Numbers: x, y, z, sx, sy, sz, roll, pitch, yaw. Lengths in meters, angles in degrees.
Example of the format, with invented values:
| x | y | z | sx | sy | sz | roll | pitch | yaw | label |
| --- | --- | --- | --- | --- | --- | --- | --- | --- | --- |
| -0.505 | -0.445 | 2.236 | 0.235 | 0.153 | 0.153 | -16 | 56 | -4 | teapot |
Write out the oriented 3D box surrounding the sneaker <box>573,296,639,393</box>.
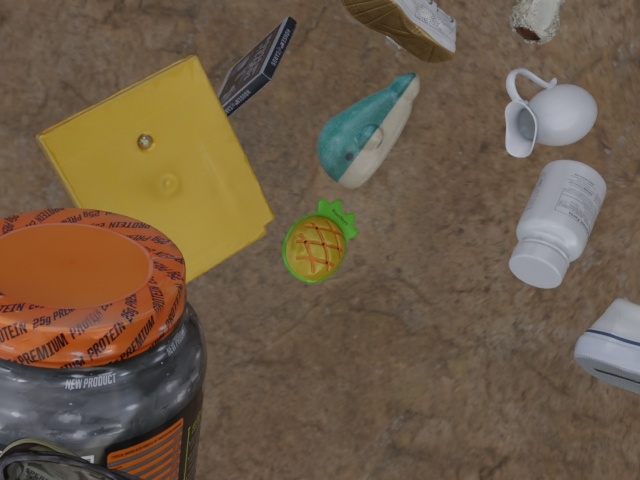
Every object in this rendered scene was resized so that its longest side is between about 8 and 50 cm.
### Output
| x | y | z | sx | sy | sz | roll | pitch | yaw | label |
| --- | --- | --- | --- | --- | --- | --- | --- | --- | --- |
| 0.342 | 0.102 | 0.768 | 0.258 | 0.094 | 0.091 | 17 | 71 | 53 | sneaker |

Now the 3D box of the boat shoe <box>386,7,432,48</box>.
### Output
| x | y | z | sx | sy | sz | roll | pitch | yaw | label |
| --- | --- | --- | --- | --- | --- | --- | --- | --- | --- |
| 0.205 | -0.463 | 1.933 | 0.066 | 0.184 | 0.063 | -46 | 105 | -20 | boat shoe |

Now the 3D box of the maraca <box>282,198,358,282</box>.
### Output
| x | y | z | sx | sy | sz | roll | pitch | yaw | label |
| --- | --- | --- | --- | --- | --- | --- | --- | --- | --- |
| 0.000 | 0.000 | 1.732 | 0.127 | 0.099 | 0.186 | 44 | 67 | -13 | maraca |

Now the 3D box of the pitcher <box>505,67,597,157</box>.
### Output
| x | y | z | sx | sy | sz | roll | pitch | yaw | label |
| --- | --- | --- | --- | --- | --- | --- | --- | --- | --- |
| 0.467 | -0.277 | 1.794 | 0.125 | 0.207 | 0.178 | 5 | 109 | 56 | pitcher |

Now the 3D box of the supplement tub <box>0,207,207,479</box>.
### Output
| x | y | z | sx | sy | sz | roll | pitch | yaw | label |
| --- | --- | --- | --- | --- | --- | --- | --- | --- | --- |
| -0.200 | 0.158 | 0.701 | 0.207 | 0.207 | 0.338 | 21 | 121 | 20 | supplement tub |

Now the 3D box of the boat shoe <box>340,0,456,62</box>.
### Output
| x | y | z | sx | sy | sz | roll | pitch | yaw | label |
| --- | --- | --- | --- | --- | --- | --- | --- | --- | --- |
| 0.132 | -0.401 | 1.472 | 0.098 | 0.277 | 0.096 | 1 | 72 | 45 | boat shoe |

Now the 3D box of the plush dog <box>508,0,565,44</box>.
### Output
| x | y | z | sx | sy | sz | roll | pitch | yaw | label |
| --- | --- | --- | --- | --- | --- | --- | --- | --- | --- |
| 0.359 | -0.509 | 1.532 | 0.210 | 0.225 | 0.262 | -40 | 117 | 8 | plush dog |

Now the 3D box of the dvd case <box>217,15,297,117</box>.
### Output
| x | y | z | sx | sy | sz | roll | pitch | yaw | label |
| --- | --- | --- | --- | --- | --- | --- | --- | --- | --- |
| -0.148 | -0.340 | 1.796 | 0.029 | 0.179 | 0.238 | 35 | 142 | -21 | dvd case |

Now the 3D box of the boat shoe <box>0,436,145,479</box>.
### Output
| x | y | z | sx | sy | sz | roll | pitch | yaw | label |
| --- | --- | --- | --- | --- | --- | --- | --- | --- | --- |
| -0.119 | 0.162 | 0.505 | 0.152 | 0.049 | 0.056 | 23 | 82 | -8 | boat shoe |

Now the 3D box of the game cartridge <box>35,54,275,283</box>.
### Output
| x | y | z | sx | sy | sz | roll | pitch | yaw | label |
| --- | --- | --- | --- | --- | --- | --- | --- | --- | --- |
| -0.253 | -0.092 | 1.411 | 0.285 | 0.052 | 0.324 | -32 | 113 | -19 | game cartridge |

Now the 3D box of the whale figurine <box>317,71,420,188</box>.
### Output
| x | y | z | sx | sy | sz | roll | pitch | yaw | label |
| --- | --- | --- | --- | --- | --- | --- | --- | --- | --- |
| 0.096 | -0.240 | 1.782 | 0.141 | 0.216 | 0.272 | 34 | 107 | -1 | whale figurine |

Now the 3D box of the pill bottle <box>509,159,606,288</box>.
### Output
| x | y | z | sx | sy | sz | roll | pitch | yaw | label |
| --- | --- | --- | --- | --- | --- | --- | --- | --- | --- |
| 0.446 | -0.029 | 1.656 | 0.131 | 0.131 | 0.229 | 20 | 63 | 20 | pill bottle |
